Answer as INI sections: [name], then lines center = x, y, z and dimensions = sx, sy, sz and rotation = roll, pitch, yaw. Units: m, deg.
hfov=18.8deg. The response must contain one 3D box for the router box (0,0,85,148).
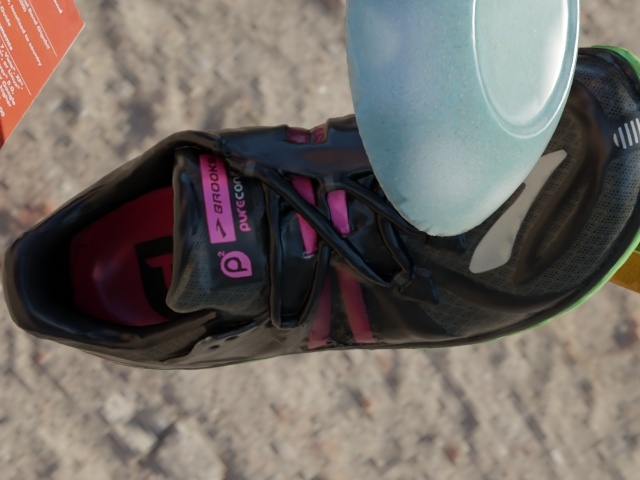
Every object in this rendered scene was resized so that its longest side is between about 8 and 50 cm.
[router box]
center = -0.308, -0.026, 0.884
dimensions = 0.301, 0.335, 0.082
rotation = -72, 142, -59

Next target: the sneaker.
[sneaker]
center = 0.000, 0.000, 1.269
dimensions = 0.202, 0.483, 0.185
rotation = -3, 76, -63

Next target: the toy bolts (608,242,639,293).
[toy bolts]
center = 0.320, -0.016, 1.431
dimensions = 0.228, 0.158, 0.218
rotation = 21, 3, 10

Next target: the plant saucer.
[plant saucer]
center = 0.075, -0.097, 0.849
dimensions = 0.195, 0.037, 0.195
rotation = -10, 102, -58
